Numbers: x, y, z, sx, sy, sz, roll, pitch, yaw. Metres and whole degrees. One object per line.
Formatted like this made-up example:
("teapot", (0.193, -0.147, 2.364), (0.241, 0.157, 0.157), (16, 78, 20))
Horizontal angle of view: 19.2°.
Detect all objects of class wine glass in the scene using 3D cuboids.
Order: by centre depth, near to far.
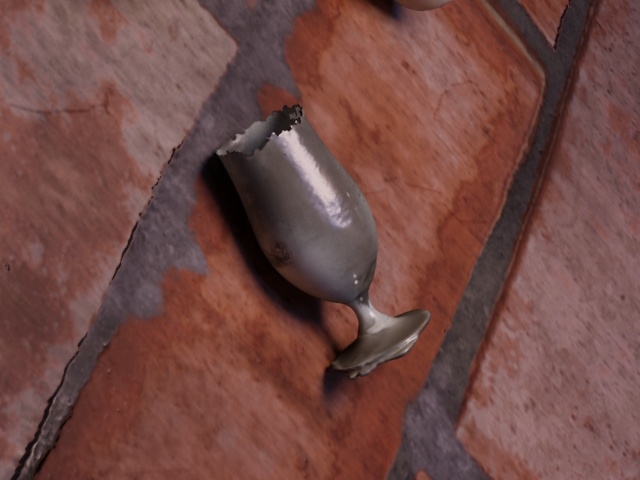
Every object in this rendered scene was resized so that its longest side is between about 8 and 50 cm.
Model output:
("wine glass", (0.000, 0.000, 1.585), (0.222, 0.103, 0.103), (59, 40, -10))

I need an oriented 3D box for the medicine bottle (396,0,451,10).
("medicine bottle", (0.042, -0.323, 1.755), (0.237, 0.139, 0.139), (29, 53, -37))
